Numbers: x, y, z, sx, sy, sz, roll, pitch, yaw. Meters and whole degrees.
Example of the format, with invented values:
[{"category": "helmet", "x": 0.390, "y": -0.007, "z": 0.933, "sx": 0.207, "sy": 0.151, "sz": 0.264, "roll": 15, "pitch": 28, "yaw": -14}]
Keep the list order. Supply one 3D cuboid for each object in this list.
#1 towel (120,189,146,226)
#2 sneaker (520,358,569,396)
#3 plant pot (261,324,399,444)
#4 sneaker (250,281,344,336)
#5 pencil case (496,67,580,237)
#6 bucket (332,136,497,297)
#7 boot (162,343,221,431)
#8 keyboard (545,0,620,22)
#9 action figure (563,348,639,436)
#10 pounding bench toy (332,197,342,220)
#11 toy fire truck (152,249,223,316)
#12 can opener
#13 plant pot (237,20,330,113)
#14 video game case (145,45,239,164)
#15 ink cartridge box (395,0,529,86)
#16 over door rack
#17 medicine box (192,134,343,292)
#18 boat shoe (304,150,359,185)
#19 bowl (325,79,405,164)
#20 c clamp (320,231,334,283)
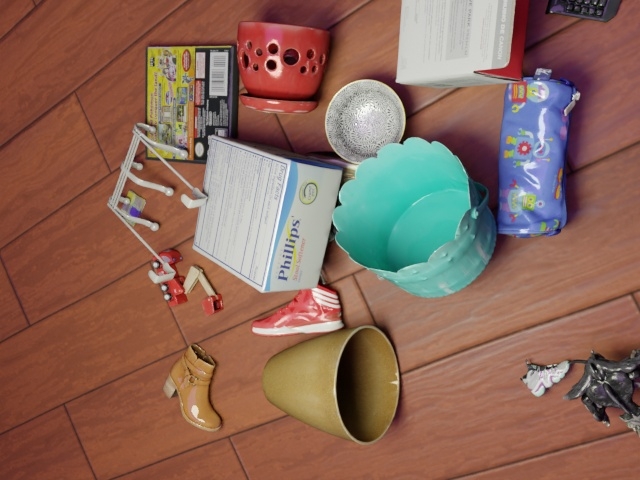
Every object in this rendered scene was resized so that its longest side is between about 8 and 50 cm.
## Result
[{"category": "towel", "x": -0.492, "y": -0.086, "z": 1.498, "sx": 0.060, "sy": 0.009, "sz": 0.083, "roll": 35, "pitch": 108, "yaw": 14}, {"category": "sneaker", "x": 0.440, "y": 0.257, "z": 1.143, "sx": 0.069, "sy": 0.038, "sz": 0.098, "roll": 43, "pitch": 110, "yaw": 11}, {"category": "plant pot", "x": 0.004, "y": 0.308, "z": 1.248, "sx": 0.254, "sy": 0.237, "sz": 0.237, "roll": -9, "pitch": 93, "yaw": 38}, {"category": "sneaker", "x": -0.057, "y": 0.152, "z": 1.323, "sx": 0.221, "sy": 0.087, "sz": 0.128, "roll": -6, "pitch": 86, "yaw": 11}, {"category": "pencil case", "x": 0.399, "y": -0.154, "z": 1.060, "sx": 0.133, "sy": 0.119, "sz": 0.306, "roll": 11, "pitch": 103, "yaw": 44}, {"category": "bucket", "x": 0.185, "y": -0.034, "z": 1.079, "sx": 0.281, "sy": 0.183, "sz": 0.281, "roll": -18, "pitch": 57, "yaw": 30}, {"category": "boot", "x": -0.300, "y": 0.372, "z": 1.448, "sx": 0.197, "sy": 0.073, "sz": 0.152, "roll": 37, "pitch": 105, "yaw": 11}, {"category": "keyboard", "x": 0.470, "y": -0.567, "z": 1.026, "sx": 0.201, "sy": 0.033, "sz": 0.317, "roll": 17, "pitch": 102, "yaw": 20}, {"category": "action figure", "x": 0.555, "y": 0.281, "z": 1.048, "sx": 0.276, "sy": 0.141, "sz": 0.164, "roll": 46, "pitch": 114, "yaw": -6}, {"category": "pounding bench toy", "x": 0.064, "y": -0.058, "z": 1.249, "sx": 0.065, "sy": 0.052, "sz": 0.083, "roll": -16, "pitch": 91, "yaw": 23}, {"category": "toy fire truck", "x": -0.333, "y": 0.105, "z": 1.437, "sx": 0.135, "sy": 0.047, "sz": 0.192, "roll": -20, "pitch": 88, "yaw": 23}, {"category": "can opener", "x": 0.101, "y": 0.026, "z": 1.232, "sx": 0.186, "sy": 0.059, "sz": 0.073, "roll": 29, "pitch": 64, "yaw": 0}, {"category": "plant pot", "x": -0.079, "y": -0.359, "z": 1.201, "sx": 0.191, "sy": 0.191, "sz": 0.174, "roll": 12, "pitch": 110, "yaw": 21}, {"category": "video game case", "x": -0.312, "y": -0.324, "z": 1.380, "sx": 0.248, "sy": 0.035, "sz": 0.275, "roll": 7, "pitch": 100, "yaw": 21}, {"category": "ink cartridge box", "x": 0.274, "y": -0.434, "z": 1.002, "sx": 0.272, "sy": 0.130, "sz": 0.309, "roll": 18, "pitch": 107, "yaw": 56}, {"category": "over door rack", "x": -0.376, "y": -0.091, "z": 1.351, "sx": 0.324, "sy": 0.108, "sz": 0.239, "roll": 48, "pitch": 123, "yaw": 33}, {"category": "medicine box", "x": -0.122, "y": -0.063, "z": 1.218, "sx": 0.289, "sy": 0.149, "sz": 0.263, "roll": 25, "pitch": 107, "yaw": 44}, {"category": "boat shoe", "x": 0.053, "y": -0.147, "z": 1.238, "sx": 0.190, "sy": 0.068, "sz": 0.072, "roll": 13, "pitch": 113, "yaw": 20}, {"category": "bowl", "x": 0.102, "y": -0.243, "z": 1.194, "sx": 0.170, "sy": 0.080, "sz": 0.170, "roll": 3, "pitch": 98, "yaw": 22}, {"category": "c clamp", "x": 0.000, "y": 0.000, "z": 1.256, "sx": 0.161, "sy": 0.022, "sz": 0.137, "roll": 107, "pitch": 142, "yaw": -56}]
